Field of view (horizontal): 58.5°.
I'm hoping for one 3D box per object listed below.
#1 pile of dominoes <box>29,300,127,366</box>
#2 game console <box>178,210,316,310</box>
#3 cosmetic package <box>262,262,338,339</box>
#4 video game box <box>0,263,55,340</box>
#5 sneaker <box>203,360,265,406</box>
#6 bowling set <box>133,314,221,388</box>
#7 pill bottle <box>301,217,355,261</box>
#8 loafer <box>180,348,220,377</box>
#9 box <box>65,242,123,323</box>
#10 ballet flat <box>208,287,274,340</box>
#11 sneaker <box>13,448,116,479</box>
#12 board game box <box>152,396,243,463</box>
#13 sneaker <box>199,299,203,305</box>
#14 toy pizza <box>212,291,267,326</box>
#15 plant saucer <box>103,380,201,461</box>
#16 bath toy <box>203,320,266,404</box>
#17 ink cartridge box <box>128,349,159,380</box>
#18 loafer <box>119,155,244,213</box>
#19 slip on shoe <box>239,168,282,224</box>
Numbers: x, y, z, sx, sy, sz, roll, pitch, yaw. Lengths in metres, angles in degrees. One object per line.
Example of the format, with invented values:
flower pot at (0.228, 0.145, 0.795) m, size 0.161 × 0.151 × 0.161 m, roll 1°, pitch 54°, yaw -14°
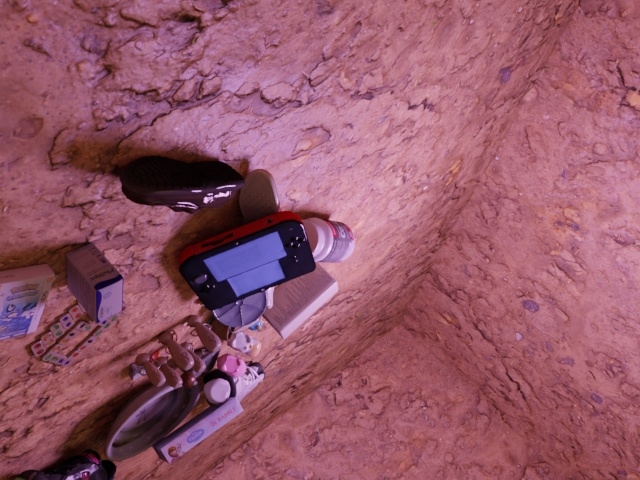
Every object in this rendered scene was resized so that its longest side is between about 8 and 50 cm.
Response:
pile of dominoes at (-0.637, 0.243, 1.533) m, size 0.251 × 0.040 × 0.196 m, roll -45°, pitch 158°, yaw -7°
game console at (-0.215, 0.074, 1.763) m, size 0.386 × 0.060 × 0.342 m, roll -21°, pitch 144°, yaw -4°
cosmetic package at (-0.091, 0.235, 2.332) m, size 0.309 × 0.160 × 0.113 m, roll -40°, pitch 157°, yaw -13°
video game box at (-0.704, 0.146, 1.247) m, size 0.205 × 0.048 × 0.187 m, roll -13°, pitch 137°, yaw -54°
sneaker at (-0.360, 0.584, 2.479) m, size 0.257 × 0.169 × 0.447 m, roll -43°, pitch 167°, yaw -32°
bowling set at (-0.486, 0.402, 1.912) m, size 0.287 × 0.154 × 0.200 m, roll -27°, pitch 150°, yaw -39°
pill bottle at (0.000, 0.000, 2.100) m, size 0.161 × 0.161 × 0.283 m, roll -53°, pitch 157°, yaw 15°
loafer at (-0.452, 0.443, 2.146) m, size 0.094 × 0.087 × 0.251 m, roll -67°, pitch 169°, yaw 4°
box at (-0.533, 0.100, 1.351) m, size 0.072 × 0.137 × 0.126 m, roll -28°, pitch 151°, yaw -39°
ballet flat at (-0.254, 0.233, 2.081) m, size 0.342 × 0.124 × 0.116 m, roll -45°, pitch 162°, yaw -6°
sneaker at (-0.857, 0.803, 1.947) m, size 0.202 × 0.185 × 0.483 m, roll -60°, pitch 164°, yaw -16°
board game box at (-0.475, 0.722, 2.193) m, size 0.318 × 0.066 × 0.318 m, roll -31°, pitch 176°, yaw -26°
sneaker at (-0.373, 0.191, 1.933) m, size 0.083 × 0.032 × 0.037 m, roll -32°, pitch 162°, yaw -14°
toy pizza at (-0.284, 0.210, 1.999) m, size 0.201 × 0.032 × 0.201 m, roll -7°, pitch 114°, yaw -16°
plant saucer at (-0.630, 0.633, 2.107) m, size 0.400 × 0.100 × 0.400 m, roll -38°, pitch 156°, yaw -20°
bath toy at (-0.336, 0.463, 2.206) m, size 0.129 × 0.151 × 0.348 m, roll -6°, pitch -127°, yaw 62°
ink cartridge box at (-0.586, 0.418, 1.923) m, size 0.115 × 0.029 × 0.063 m, roll -26°, pitch 149°, yaw -41°
loafer at (-0.326, -0.112, 1.373) m, size 0.366 × 0.134 × 0.130 m, roll -7°, pitch 135°, yaw -57°
slip on shoe at (-0.171, -0.101, 1.730) m, size 0.331 × 0.123 × 0.101 m, roll 87°, pitch 15°, yaw -52°
